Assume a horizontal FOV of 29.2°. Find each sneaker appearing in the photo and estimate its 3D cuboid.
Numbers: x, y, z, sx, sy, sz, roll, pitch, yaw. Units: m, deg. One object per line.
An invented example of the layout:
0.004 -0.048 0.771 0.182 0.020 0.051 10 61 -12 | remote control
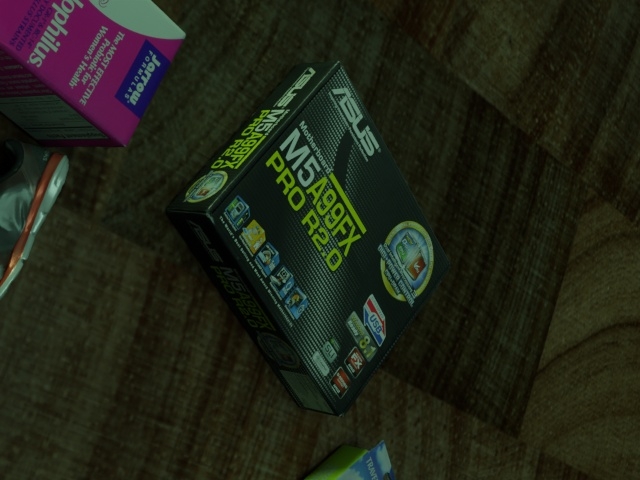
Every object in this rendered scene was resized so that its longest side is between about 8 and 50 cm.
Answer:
-0.252 -0.007 0.936 0.065 0.061 0.158 28 71 -15 | sneaker

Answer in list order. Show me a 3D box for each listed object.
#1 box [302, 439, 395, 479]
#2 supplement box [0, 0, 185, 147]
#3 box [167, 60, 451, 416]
0.007 0.285 1.218 0.178 0.042 0.109 -34 118 -38 | box
-0.224 -0.172 0.898 0.220 0.114 0.111 42 64 -41 | supplement box
0.000 0.000 1.174 0.216 0.060 0.270 -50 126 -29 | box
